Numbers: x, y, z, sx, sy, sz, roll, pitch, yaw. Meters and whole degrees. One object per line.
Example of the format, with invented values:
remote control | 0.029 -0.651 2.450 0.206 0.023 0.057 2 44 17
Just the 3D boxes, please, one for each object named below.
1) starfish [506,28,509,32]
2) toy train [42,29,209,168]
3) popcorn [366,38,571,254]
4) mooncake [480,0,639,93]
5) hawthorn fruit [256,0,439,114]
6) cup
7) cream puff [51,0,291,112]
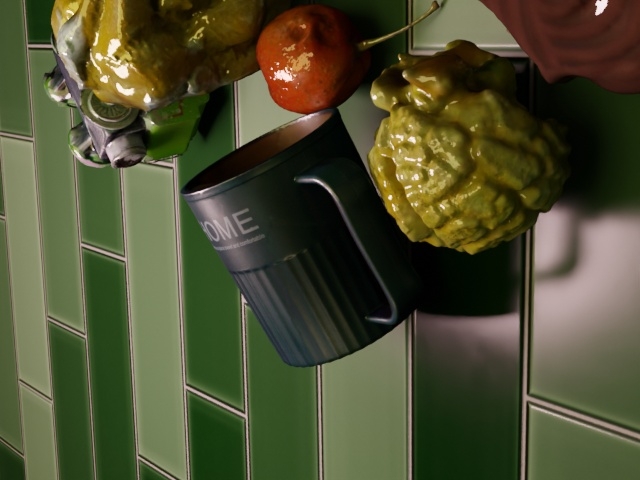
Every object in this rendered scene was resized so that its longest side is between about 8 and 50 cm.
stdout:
starfish | 0.149 -0.429 1.334 0.294 0.084 0.301 28 131 50
toy train | -0.341 -0.272 1.891 0.307 0.249 0.173 64 153 19
popcorn | 0.164 -0.108 1.263 0.257 0.224 0.270 56 179 22
mooncake | 0.254 -0.308 1.070 0.334 0.174 0.325 1 126 37
hawthorn fruit | 0.042 -0.266 1.501 0.286 0.165 0.165 -2 96 37
cup | 0.006 -0.007 1.459 0.308 0.242 0.292 -17 107 34
cream puff | -0.235 -0.363 1.628 0.378 0.378 0.275 9 120 52
